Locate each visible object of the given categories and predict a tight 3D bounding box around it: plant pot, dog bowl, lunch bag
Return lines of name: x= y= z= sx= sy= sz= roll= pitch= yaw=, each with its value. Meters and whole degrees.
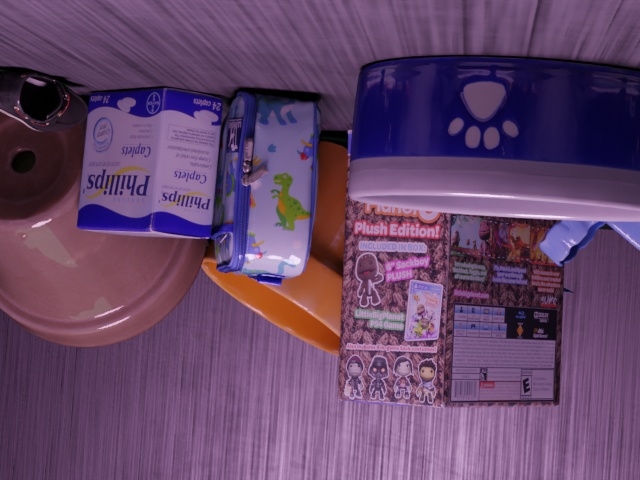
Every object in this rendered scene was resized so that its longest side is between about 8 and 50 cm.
plant pot: x=-0.272 y=-0.044 z=1.781 sx=0.263 sy=0.263 sz=0.229 roll=4 pitch=160 yaw=15
dog bowl: x=0.156 y=-0.076 z=1.347 sx=0.265 sy=0.104 sz=0.265 roll=3 pitch=178 yaw=0
lunch bag: x=-0.054 y=-0.046 z=1.618 sx=0.090 sy=0.176 sz=0.219 roll=4 pitch=179 yaw=-7
plant pot: x=0.000 y=0.000 z=1.901 sx=0.205 sy=0.188 sz=0.205 roll=30 pitch=168 yaw=7

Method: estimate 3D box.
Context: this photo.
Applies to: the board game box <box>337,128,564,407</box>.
board game box: x=0.146 y=0.032 z=1.832 sx=0.141 sy=0.291 sz=0.232 roll=0 pitch=176 yaw=39

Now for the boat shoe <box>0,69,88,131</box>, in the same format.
boat shoe: x=-0.252 y=-0.125 z=1.554 sx=0.042 sy=0.049 sz=0.133 roll=12 pitch=178 yaw=27

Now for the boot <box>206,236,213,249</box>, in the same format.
boot: x=-0.202 y=-0.038 z=2.019 sx=0.229 sy=0.091 sz=0.263 roll=29 pitch=175 yaw=14

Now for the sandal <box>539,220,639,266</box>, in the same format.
sandal: x=0.332 y=-0.040 z=1.642 sx=0.317 sy=0.138 sz=0.126 roll=2 pitch=176 yaw=19

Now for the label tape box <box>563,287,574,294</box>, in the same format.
label tape box: x=0.142 y=-0.024 z=2.190 sx=0.334 sy=0.105 sz=0.241 roll=5 pitch=-166 yaw=-30

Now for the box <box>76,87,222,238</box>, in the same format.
box: x=-0.165 y=-0.073 z=1.627 sx=0.072 sy=0.137 sz=0.126 roll=7 pitch=177 yaw=-42
